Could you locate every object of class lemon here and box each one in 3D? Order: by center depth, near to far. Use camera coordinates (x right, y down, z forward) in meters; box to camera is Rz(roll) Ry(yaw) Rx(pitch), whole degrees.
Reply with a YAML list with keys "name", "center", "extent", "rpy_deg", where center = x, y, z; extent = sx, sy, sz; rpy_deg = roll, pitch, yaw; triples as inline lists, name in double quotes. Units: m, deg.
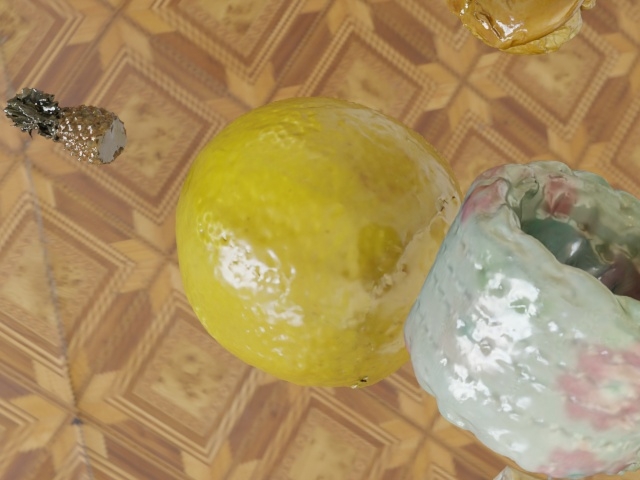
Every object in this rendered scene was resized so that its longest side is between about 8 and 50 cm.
- name: "lemon"
  center: [0.001, 0.001, 1.118]
  extent: [0.293, 0.293, 0.293]
  rpy_deg: [0, 90, -23]

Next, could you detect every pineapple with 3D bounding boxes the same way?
- name: "pineapple"
  center: [-0.314, -0.141, 1.455]
  extent: [0.074, 0.159, 0.074]
  rpy_deg: [-45, 146, -42]

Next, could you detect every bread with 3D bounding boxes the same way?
- name: "bread"
  center: [0.104, -0.132, 0.614]
  extent: [0.046, 0.081, 0.083]
  rpy_deg: [32, 39, -48]

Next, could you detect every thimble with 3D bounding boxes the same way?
- name: "thimble"
  center: [0.171, 0.055, 0.826]
  extent: [0.185, 0.211, 0.149]
  rpy_deg: [-12, 135, -47]

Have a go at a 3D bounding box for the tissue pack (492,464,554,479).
- name: "tissue pack"
  center: [0.234, 0.297, 0.973]
  extent: [0.222, 0.090, 0.186]
  rpy_deg: [20, 41, -11]
